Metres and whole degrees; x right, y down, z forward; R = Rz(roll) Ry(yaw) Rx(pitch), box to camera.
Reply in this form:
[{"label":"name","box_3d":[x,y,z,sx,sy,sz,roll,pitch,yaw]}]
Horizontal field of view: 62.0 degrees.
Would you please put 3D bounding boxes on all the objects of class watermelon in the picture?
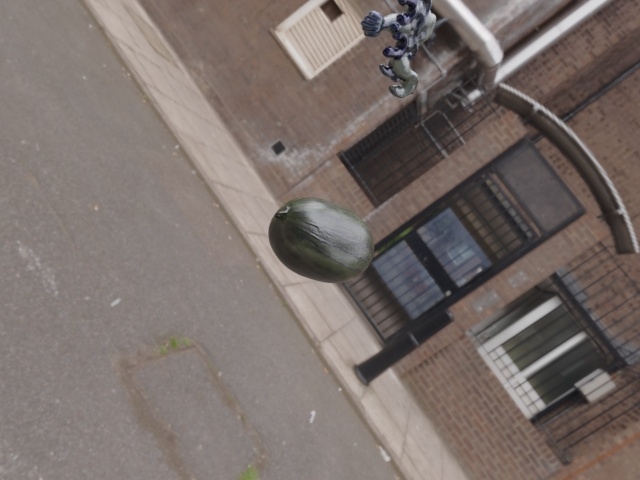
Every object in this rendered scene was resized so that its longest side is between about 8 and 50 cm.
[{"label":"watermelon","box_3d":[0.000,0.000,0.490,0.110,0.078,0.078,19,27,-34]}]

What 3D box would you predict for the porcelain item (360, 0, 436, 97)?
[{"label":"porcelain item","box_3d":[0.067,-0.189,0.464,0.021,0.075,0.136,51,-39,39]}]
